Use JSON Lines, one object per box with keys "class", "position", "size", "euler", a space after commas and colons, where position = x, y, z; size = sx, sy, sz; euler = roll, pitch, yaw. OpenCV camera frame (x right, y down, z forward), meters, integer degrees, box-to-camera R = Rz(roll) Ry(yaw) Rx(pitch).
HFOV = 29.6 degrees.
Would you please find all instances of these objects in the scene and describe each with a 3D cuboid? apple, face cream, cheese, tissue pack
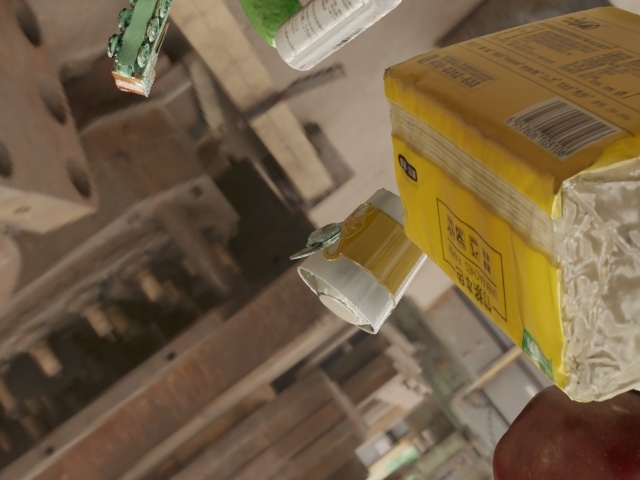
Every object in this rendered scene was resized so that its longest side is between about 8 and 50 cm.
{"class": "apple", "position": [0.366, 0.323, 1.520], "size": [0.288, 0.288, 0.317], "euler": [-38, -155, 0]}
{"class": "face cream", "position": [0.042, -0.327, 1.688], "size": [0.082, 0.082, 0.269], "euler": [-26, 179, -43]}
{"class": "cheese", "position": [0.000, 0.000, 1.993], "size": [0.067, 0.026, 0.120], "euler": [-18, -165, 34]}
{"class": "tissue pack", "position": [0.255, -0.055, 1.095], "size": [0.293, 0.228, 0.382], "euler": [-18, -154, -11]}

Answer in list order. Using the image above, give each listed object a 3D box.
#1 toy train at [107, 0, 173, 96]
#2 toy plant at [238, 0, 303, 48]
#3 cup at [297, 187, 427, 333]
{"class": "toy train", "position": [-0.288, -0.333, 1.965], "size": [0.118, 0.074, 0.176], "euler": [82, 24, -73]}
{"class": "toy plant", "position": [-0.142, -0.488, 2.127], "size": [0.210, 0.356, 0.317], "euler": [-47, -171, 4]}
{"class": "cup", "position": [0.077, 0.029, 2.220], "size": [0.226, 0.185, 0.241], "euler": [-49, -151, -10]}
